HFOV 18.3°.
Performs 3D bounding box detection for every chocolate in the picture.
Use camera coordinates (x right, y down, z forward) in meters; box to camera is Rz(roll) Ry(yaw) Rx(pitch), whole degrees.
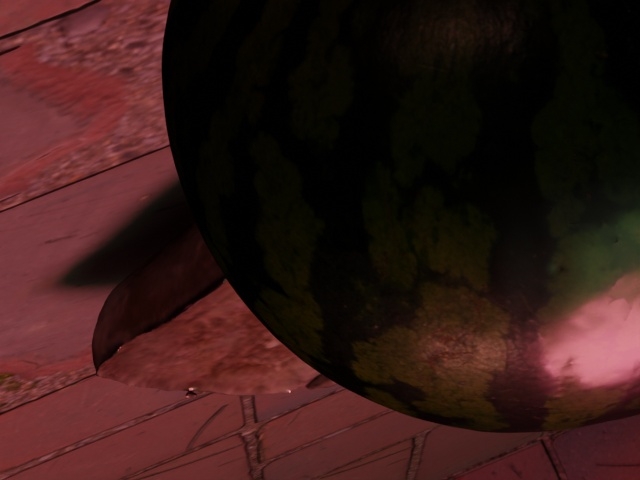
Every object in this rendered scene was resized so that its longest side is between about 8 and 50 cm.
[{"bbox_3d":[0.000,0.000,1.213,0.185,0.100,0.303,9,143,-44],"label":"chocolate"}]

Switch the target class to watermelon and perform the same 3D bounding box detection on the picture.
[{"bbox_3d":[0.080,-0.065,0.795,0.285,0.285,0.285,-22,164,-7],"label":"watermelon"}]
